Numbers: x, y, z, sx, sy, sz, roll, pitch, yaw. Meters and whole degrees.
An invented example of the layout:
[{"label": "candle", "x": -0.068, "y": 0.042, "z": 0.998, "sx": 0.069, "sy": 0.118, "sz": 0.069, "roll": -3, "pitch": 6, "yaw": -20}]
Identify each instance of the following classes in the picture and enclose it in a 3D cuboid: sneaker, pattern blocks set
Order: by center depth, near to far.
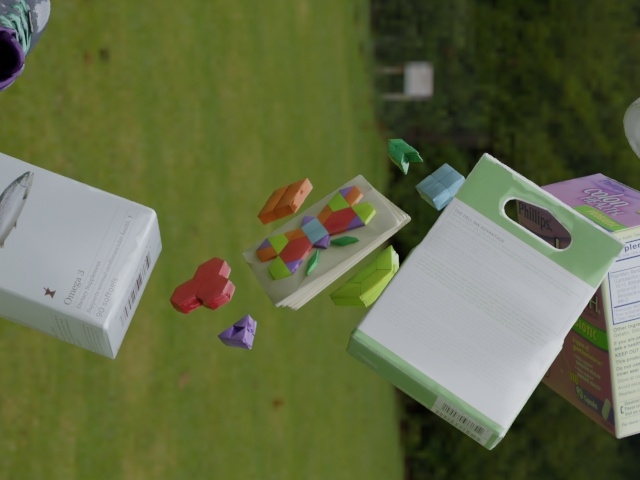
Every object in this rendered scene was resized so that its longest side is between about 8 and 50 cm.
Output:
[{"label": "sneaker", "x": -0.234, "y": -0.134, "z": 1.226, "sx": 0.223, "sy": 0.098, "sz": 0.083, "roll": -51, "pitch": 135, "yaw": -55}, {"label": "pattern blocks set", "x": 0.000, "y": 0.000, "z": 1.929, "sx": 0.285, "sy": 0.325, "sz": 0.026, "roll": 28, "pitch": -24, "yaw": 54}]

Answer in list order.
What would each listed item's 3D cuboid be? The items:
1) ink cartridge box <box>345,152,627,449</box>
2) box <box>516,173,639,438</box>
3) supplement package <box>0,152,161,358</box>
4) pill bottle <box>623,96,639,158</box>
[{"label": "ink cartridge box", "x": 0.159, "y": 0.056, "z": 1.631, "sx": 0.235, "sy": 0.171, "sz": 0.056, "roll": -53, "pitch": 171, "yaw": -21}, {"label": "box", "x": 0.332, "y": 0.070, "z": 1.961, "sx": 0.213, "sy": 0.117, "sz": 0.243, "roll": -141, "pitch": -140, "yaw": -66}, {"label": "supplement package", "x": -0.227, "y": 0.006, "z": 1.336, "sx": 0.105, "sy": 0.179, "sz": 0.105, "roll": 98, "pitch": 12, "yaw": -73}, {"label": "pill bottle", "x": 0.342, "y": -0.124, "z": 1.521, "sx": 0.137, "sy": 0.078, "sz": 0.078, "roll": -37, "pitch": 146, "yaw": -27}]
